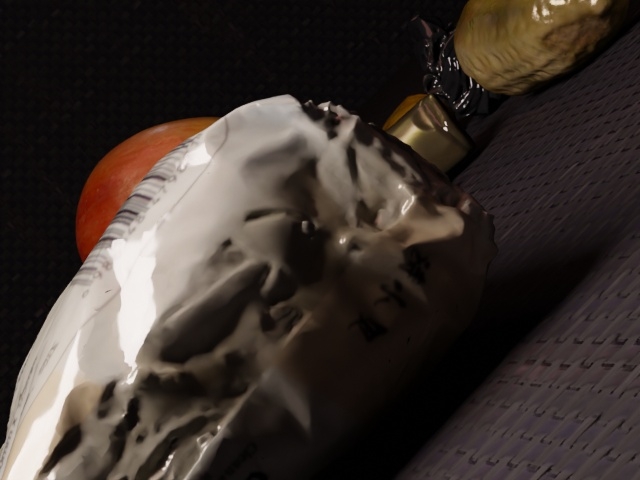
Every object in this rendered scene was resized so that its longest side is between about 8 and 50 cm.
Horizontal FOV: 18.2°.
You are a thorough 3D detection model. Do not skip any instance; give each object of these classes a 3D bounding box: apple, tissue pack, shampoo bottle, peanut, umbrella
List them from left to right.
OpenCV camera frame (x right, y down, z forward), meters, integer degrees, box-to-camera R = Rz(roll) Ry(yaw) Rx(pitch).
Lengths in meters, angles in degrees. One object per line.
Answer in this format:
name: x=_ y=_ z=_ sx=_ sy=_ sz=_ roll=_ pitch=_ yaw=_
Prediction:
tissue pack: x=-0.091 y=0.100 z=1.178 sx=0.375 sy=0.195 sz=0.390 roll=-52 pitch=6 yaw=-10
apple: x=-0.120 y=-0.010 z=2.097 sx=0.241 sy=0.242 sz=0.242 roll=-23 pitch=16 yaw=31
shampoo bottle: x=0.000 y=0.000 z=1.900 sx=0.350 sy=0.084 sz=0.125 roll=-42 pitch=3 yaw=13
umbrella: x=0.156 y=-0.199 z=2.153 sx=0.122 sy=0.110 sz=0.272 roll=-2 pitch=11 yaw=1
peanut: x=0.202 y=-0.201 z=1.806 sx=0.120 sy=0.110 sz=0.236 roll=-37 pitch=3 yaw=-24

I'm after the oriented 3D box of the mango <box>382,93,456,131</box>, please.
mango: x=0.093 y=-0.099 z=2.122 sx=0.101 sy=0.066 sz=0.187 roll=-42 pitch=12 yaw=36
